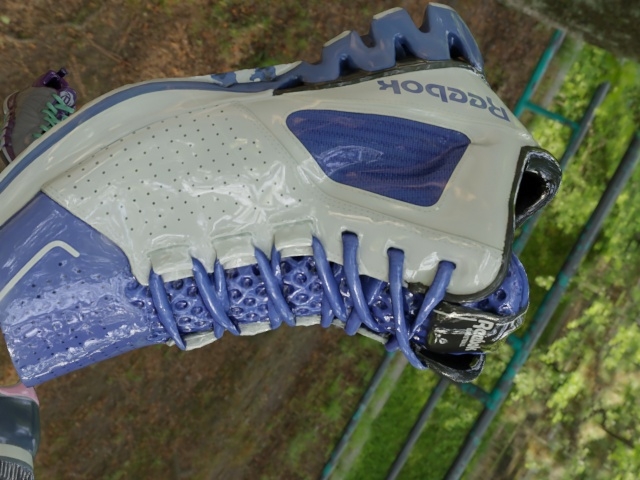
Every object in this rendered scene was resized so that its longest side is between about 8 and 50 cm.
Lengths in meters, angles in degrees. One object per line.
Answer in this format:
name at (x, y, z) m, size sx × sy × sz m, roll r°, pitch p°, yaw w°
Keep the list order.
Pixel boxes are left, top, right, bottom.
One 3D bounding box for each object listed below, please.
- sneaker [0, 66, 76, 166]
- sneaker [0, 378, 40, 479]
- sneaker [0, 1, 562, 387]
sneaker at (-0.359, -0.153, 1.045) m, size 0.098 × 0.224 × 0.083 m, roll -39°, pitch 135°, yaw 11°
sneaker at (-0.443, 0.169, 0.805) m, size 0.319 × 0.131 × 0.112 m, roll 18°, pitch 133°, yaw -23°
sneaker at (0.001, 0.000, 0.404) m, size 0.315 × 0.182 × 0.127 m, roll -27°, pitch 146°, yaw -18°
